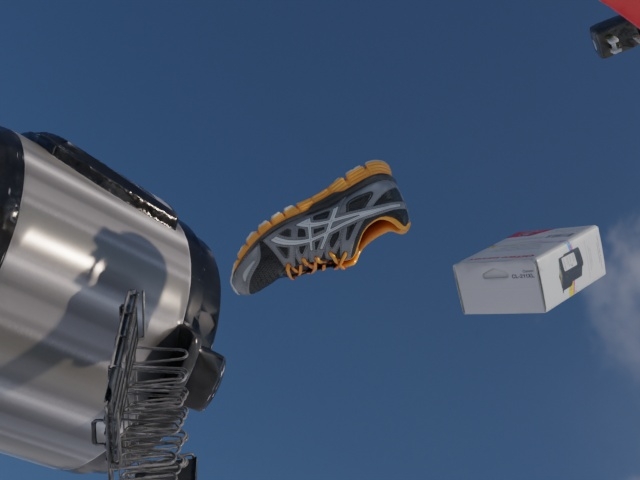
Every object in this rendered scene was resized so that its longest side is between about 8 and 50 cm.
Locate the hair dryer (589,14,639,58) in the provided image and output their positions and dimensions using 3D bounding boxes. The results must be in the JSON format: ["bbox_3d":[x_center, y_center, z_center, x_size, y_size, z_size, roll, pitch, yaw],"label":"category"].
[{"bbox_3d":[0.439,-0.178,0.981,0.293,0.224,0.080,-19,-43,-1],"label":"hair dryer"}]

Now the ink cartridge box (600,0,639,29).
[{"bbox_3d":[0.189,-0.183,0.372,0.134,0.078,0.231,19,-33,-40],"label":"ink cartridge box"}]

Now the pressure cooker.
[{"bbox_3d":[-0.333,0.094,1.237,0.420,0.370,0.375,30,-58,-36],"label":"pressure cooker"}]

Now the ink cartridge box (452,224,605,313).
[{"bbox_3d":[0.277,0.039,1.298,0.127,0.175,0.072,-5,-78,43],"label":"ink cartridge box"}]

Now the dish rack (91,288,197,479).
[{"bbox_3d":[-0.153,0.187,0.883,0.074,0.208,0.272,0,-62,-5],"label":"dish rack"}]

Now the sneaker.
[{"bbox_3d":[0.000,0.000,1.049,0.214,0.084,0.083,-34,-107,-1],"label":"sneaker"}]
